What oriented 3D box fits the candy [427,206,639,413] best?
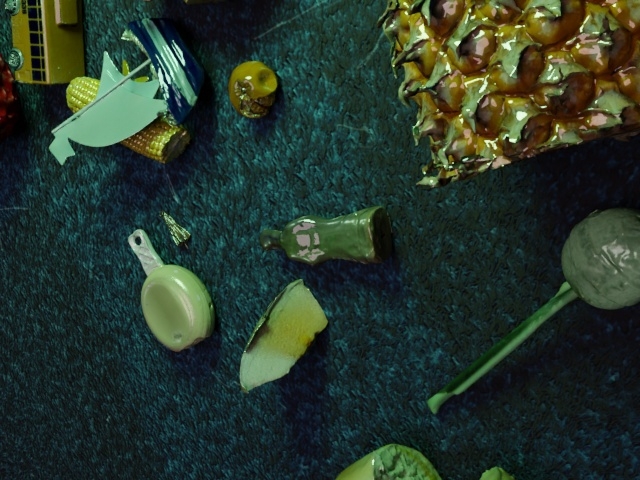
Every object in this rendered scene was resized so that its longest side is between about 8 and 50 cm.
[{"bbox_3d":[0.275,0.112,1.062,0.119,0.119,0.440,50,130,12],"label":"candy"}]

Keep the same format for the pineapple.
[{"bbox_3d":[0.227,-0.224,0.853,0.352,0.352,0.300,-21,89,34],"label":"pineapple"}]

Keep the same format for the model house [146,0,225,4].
[{"bbox_3d":[-0.180,-0.503,1.162,0.244,0.169,0.326,14,110,21],"label":"model house"}]

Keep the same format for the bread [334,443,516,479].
[{"bbox_3d":[0.163,0.435,1.156,0.333,0.160,0.333,9,106,32],"label":"bread"}]

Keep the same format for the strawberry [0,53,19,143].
[{"bbox_3d":[-0.705,-0.298,1.454,0.291,0.291,0.310,-9,97,33],"label":"strawberry"}]

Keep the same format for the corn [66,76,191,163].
[{"bbox_3d":[-0.330,-0.205,1.363,0.248,0.081,0.081,30,115,23],"label":"corn"}]

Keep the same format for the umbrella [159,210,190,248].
[{"bbox_3d":[-0.252,-0.019,1.396,0.031,0.020,0.083,-45,71,31],"label":"umbrella"}]

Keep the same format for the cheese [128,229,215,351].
[{"bbox_3d":[-0.270,0.083,1.405,0.137,0.064,0.227,-36,80,31],"label":"cheese"}]

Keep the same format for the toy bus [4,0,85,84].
[{"bbox_3d":[-0.477,-0.375,1.405,0.114,0.098,0.201,10,107,29],"label":"toy bus"}]

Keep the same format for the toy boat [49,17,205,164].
[{"bbox_3d":[-0.328,-0.227,1.293,0.291,0.067,0.220,-33,68,6],"label":"toy boat"}]

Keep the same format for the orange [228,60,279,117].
[{"bbox_3d":[-0.108,-0.232,1.229,0.086,0.062,0.086,7,102,32],"label":"orange"}]

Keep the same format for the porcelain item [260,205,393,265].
[{"bbox_3d":[0.000,0.000,1.210,0.215,0.069,0.081,-5,103,32],"label":"porcelain item"}]

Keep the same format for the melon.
[{"bbox_3d":[-0.067,0.169,1.277,0.093,0.202,0.139,32,153,2],"label":"melon"}]
